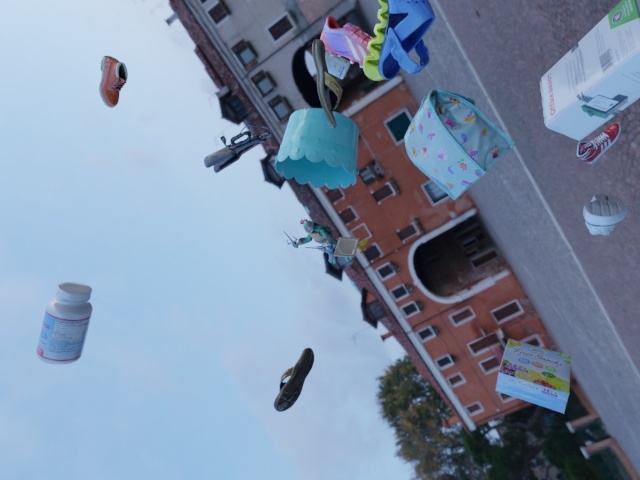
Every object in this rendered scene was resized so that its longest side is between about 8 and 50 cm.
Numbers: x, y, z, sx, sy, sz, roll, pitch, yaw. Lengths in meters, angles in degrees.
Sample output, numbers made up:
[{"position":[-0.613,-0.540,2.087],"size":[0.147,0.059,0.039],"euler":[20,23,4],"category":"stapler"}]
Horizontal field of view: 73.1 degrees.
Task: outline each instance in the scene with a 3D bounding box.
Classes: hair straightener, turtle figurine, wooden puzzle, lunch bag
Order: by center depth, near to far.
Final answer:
[{"position":[-0.237,-0.260,1.202],"size":[0.089,0.230,0.047],"euler":[25,-130,-58],"category":"hair straightener"},{"position":[0.366,-0.277,1.216],"size":[0.262,0.160,0.223],"euler":[47,165,8],"category":"lunch bag"},{"position":[0.080,0.021,1.281],"size":[0.079,0.116,0.014],"euler":[-63,-35,-26],"category":"wooden puzzle"},{"position":[0.000,0.000,1.471],"size":[0.234,0.118,0.175],"euler":[33,166,-34],"category":"turtle figurine"}]

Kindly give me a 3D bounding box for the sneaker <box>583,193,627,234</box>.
[{"position":[0.739,-0.056,1.124],"size":[0.258,0.094,0.091],"euler":[-21,-65,-50],"category":"sneaker"}]

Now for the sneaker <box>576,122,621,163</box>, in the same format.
[{"position":[0.731,-0.262,1.139],"size":[0.067,0.118,0.042],"euler":[12,-147,-24],"category":"sneaker"}]

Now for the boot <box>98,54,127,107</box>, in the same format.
[{"position":[-0.652,-0.495,1.369],"size":[0.084,0.158,0.059],"euler":[23,-152,21],"category":"boot"}]

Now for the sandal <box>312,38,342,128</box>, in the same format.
[{"position":[0.020,-0.327,0.899],"size":[0.072,0.049,0.180],"euler":[-47,-51,-77],"category":"sandal"}]

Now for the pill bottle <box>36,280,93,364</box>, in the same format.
[{"position":[-0.536,0.172,0.913],"size":[0.087,0.160,0.087],"euler":[17,-171,-3],"category":"pill bottle"}]

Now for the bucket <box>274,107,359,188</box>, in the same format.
[{"position":[-0.002,-0.300,1.437],"size":[0.281,0.281,0.183],"euler":[29,-111,-60],"category":"bucket"}]

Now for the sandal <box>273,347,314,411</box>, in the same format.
[{"position":[-0.087,0.415,1.306],"size":[0.219,0.060,0.090],"euler":[-61,-35,-38],"category":"sandal"}]

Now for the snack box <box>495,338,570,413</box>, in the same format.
[{"position":[0.607,0.375,1.227],"size":[0.207,0.174,0.070],"euler":[-27,-56,-57],"category":"snack box"}]

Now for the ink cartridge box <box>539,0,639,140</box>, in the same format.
[{"position":[0.554,-0.329,0.847],"size":[0.092,0.219,0.160],"euler":[19,-119,-12],"category":"ink cartridge box"}]

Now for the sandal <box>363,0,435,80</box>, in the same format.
[{"position":[0.189,-0.488,0.913],"size":[0.138,0.126,0.317],"euler":[36,139,34],"category":"sandal"}]

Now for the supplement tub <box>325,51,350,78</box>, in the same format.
[{"position":[0.052,-0.660,1.619],"size":[0.107,0.071,0.071],"euler":[27,-159,-2],"category":"supplement tub"}]

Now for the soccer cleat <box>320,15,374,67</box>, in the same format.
[{"position":[0.098,-0.513,1.127],"size":[0.248,0.095,0.083],"euler":[32,-142,32],"category":"soccer cleat"}]
